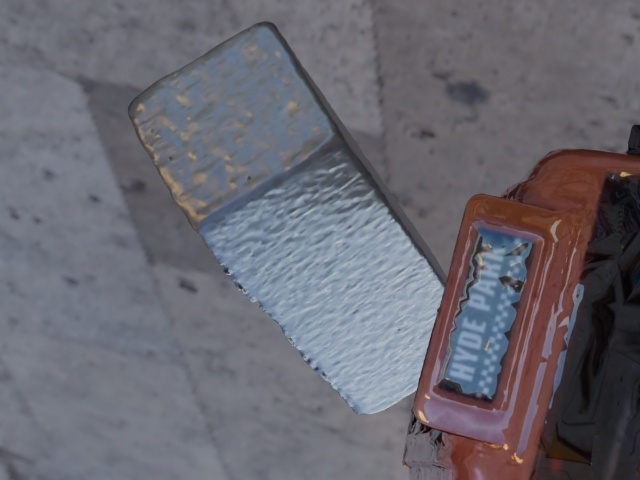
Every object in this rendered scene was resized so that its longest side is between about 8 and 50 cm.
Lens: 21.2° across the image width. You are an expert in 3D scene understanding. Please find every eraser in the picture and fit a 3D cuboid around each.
[{"bbox_3d":[0.000,-0.001,1.135,0.111,0.077,0.352,-32,144,4],"label":"eraser"}]

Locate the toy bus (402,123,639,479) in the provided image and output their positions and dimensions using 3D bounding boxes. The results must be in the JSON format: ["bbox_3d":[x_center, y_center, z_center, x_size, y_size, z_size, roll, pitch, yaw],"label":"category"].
[{"bbox_3d":[0.163,0.078,0.896,0.233,0.203,0.427,15,173,2],"label":"toy bus"}]
